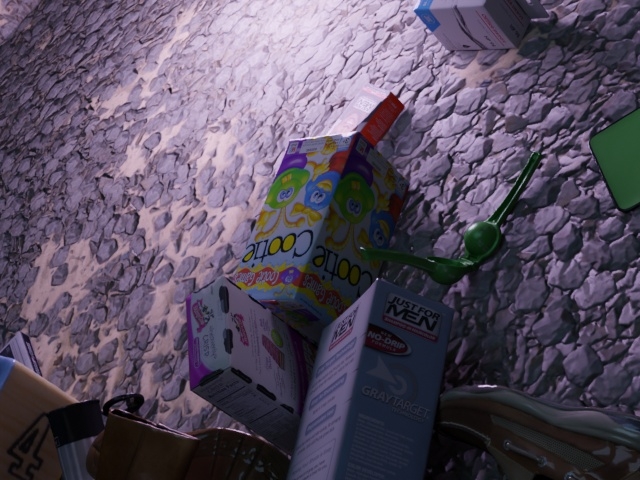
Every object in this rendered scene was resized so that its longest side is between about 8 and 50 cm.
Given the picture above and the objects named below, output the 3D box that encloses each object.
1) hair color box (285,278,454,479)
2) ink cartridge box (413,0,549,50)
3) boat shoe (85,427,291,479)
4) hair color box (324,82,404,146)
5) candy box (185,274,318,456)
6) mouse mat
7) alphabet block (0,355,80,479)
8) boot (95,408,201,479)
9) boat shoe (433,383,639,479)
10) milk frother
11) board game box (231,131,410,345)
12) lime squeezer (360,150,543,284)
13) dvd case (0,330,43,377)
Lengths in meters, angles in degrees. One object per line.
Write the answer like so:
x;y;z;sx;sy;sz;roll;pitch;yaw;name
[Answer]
0.044;0.255;1.400;0.185;0.113;0.374;133;155;-56;hair color box
0.243;-0.344;1.785;0.180;0.104;0.060;8;64;48;ink cartridge box
-0.158;0.327;1.603;0.341;0.110;0.122;7;56;32;boat shoe
0.062;-0.178;1.870;0.141;0.043;0.072;-53;39;-5;hair color box
-0.074;0.173;1.546;0.071;0.233;0.159;-32;40;21;candy box
0.439;-0.130;1.489;0.189;0.007;0.152;-31;41;20;mouse mat
-0.528;0.303;1.889;0.192;0.197;0.193;8;64;36;alphabet block
-0.204;0.385;1.513;0.264;0.096;0.280;19;88;33;boot
0.239;0.235;1.282;0.324;0.123;0.116;3;68;53;boat shoe
-0.330;0.311;1.801;0.143;0.129;0.135;-16;80;-3;milk frother
0.000;0.000;1.696;0.142;0.144;0.275;-3;57;43;board game box
0.186;-0.009;1.565;0.310;0.110;0.059;-29;12;-24;lime squeezer
-0.599;0.298;2.122;0.238;0.029;0.179;-45;38;4;dvd case
